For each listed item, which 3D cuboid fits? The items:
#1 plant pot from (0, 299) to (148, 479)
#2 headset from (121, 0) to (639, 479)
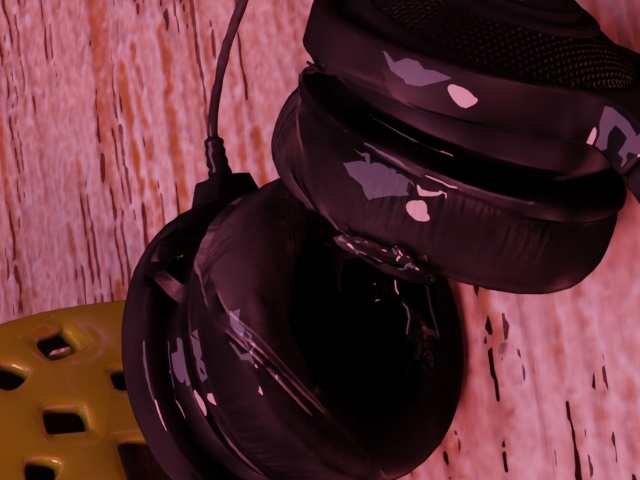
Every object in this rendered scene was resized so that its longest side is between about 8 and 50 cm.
[{"bbox_3d":[-0.155,0.173,0.738,0.228,0.207,0.227,-53,49,32],"label":"plant pot"},{"bbox_3d":[0.000,0.000,0.583,0.394,0.185,0.243,55,127,24],"label":"headset"}]
